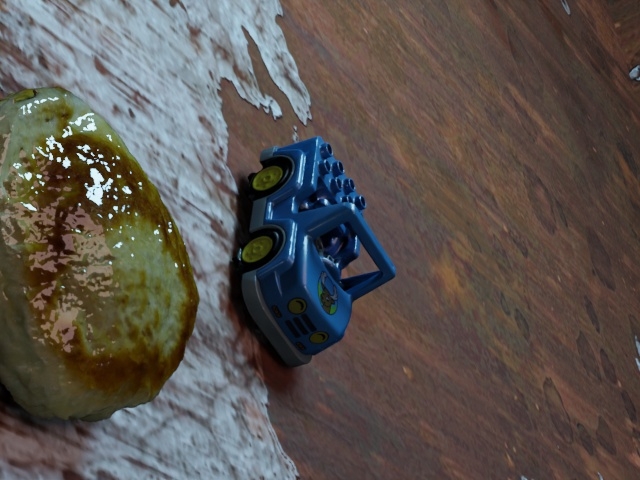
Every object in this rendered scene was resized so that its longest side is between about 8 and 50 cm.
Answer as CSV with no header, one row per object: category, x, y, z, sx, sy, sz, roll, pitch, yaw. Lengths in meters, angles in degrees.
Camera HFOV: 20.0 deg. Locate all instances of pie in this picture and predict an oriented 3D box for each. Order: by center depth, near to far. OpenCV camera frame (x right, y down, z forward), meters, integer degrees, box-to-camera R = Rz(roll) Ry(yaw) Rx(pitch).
pie,-0.148,0.006,1.090,0.179,0.084,0.205,-13,84,-69

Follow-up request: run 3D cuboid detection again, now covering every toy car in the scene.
toy car,0.000,0.000,1.430,0.097,0.100,0.191,55,28,-36
